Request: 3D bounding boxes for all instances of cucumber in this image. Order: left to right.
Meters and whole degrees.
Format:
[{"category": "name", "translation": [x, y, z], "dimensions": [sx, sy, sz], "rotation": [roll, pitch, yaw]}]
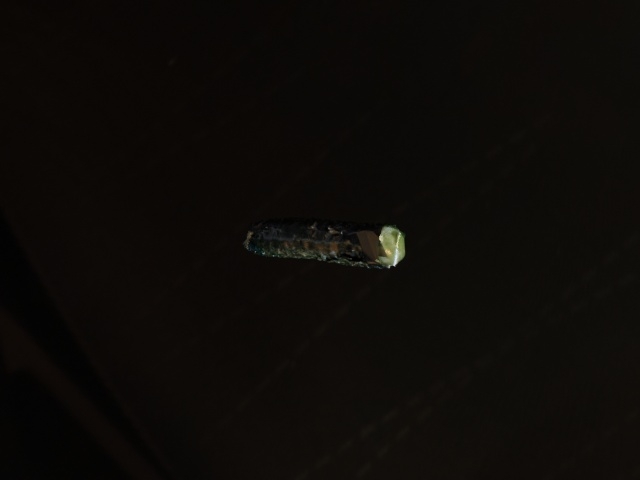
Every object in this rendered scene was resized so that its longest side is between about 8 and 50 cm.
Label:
[{"category": "cucumber", "translation": [-0.001, -0.001, 1.608], "dimensions": [0.257, 0.044, 0.043], "rotation": [3, 109, 57]}]
